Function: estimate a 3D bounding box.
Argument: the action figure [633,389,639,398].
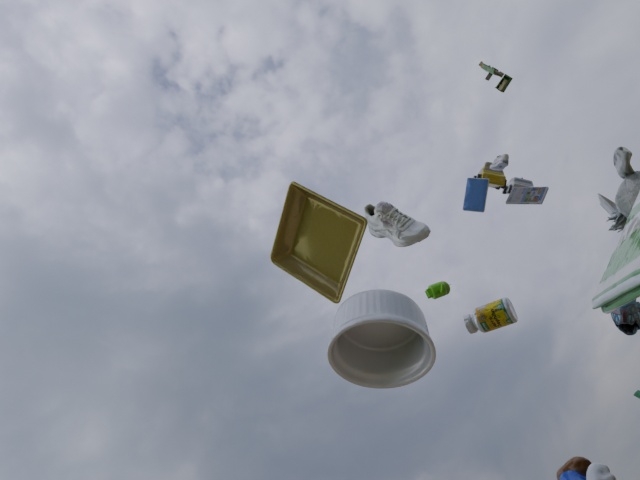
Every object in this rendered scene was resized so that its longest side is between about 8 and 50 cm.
[{"bbox_3d":[0.940,0.413,1.213,0.063,0.137,0.232,-56,-42,-16],"label":"action figure"}]

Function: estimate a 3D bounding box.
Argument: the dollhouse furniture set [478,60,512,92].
[{"bbox_3d":[0.625,-0.590,1.616,0.152,0.076,0.058,3,-51,-38],"label":"dollhouse furniture set"}]

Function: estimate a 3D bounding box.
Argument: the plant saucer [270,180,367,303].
[{"bbox_3d":[0.000,0.000,1.568,0.081,0.333,0.332,-17,-49,-53],"label":"plant saucer"}]

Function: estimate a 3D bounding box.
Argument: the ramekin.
[{"bbox_3d":[0.158,0.259,1.193,0.278,0.135,0.277,2,-53,3],"label":"ramekin"}]

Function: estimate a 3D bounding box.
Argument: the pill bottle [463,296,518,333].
[{"bbox_3d":[0.750,0.340,1.980,0.209,0.117,0.118,-27,-42,27],"label":"pill bottle"}]

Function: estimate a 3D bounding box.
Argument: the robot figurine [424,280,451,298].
[{"bbox_3d":[0.531,0.223,2.007,0.115,0.067,0.101,-18,-23,-8],"label":"robot figurine"}]

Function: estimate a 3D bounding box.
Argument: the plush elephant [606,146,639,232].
[{"bbox_3d":[0.811,-0.104,1.034,0.256,0.330,0.271,9,-112,-41],"label":"plush elephant"}]

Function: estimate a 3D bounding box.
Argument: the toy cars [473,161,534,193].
[{"bbox_3d":[0.697,-0.226,1.673,0.394,0.177,0.087,8,-81,-38],"label":"toy cars"}]

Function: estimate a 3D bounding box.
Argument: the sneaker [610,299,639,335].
[{"bbox_3d":[1.043,0.266,1.533,0.262,0.104,0.125,25,-117,-44],"label":"sneaker"}]

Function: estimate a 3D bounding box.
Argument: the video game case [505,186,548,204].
[{"bbox_3d":[0.730,-0.159,1.578,0.087,0.122,0.011,-52,-52,-30],"label":"video game case"}]

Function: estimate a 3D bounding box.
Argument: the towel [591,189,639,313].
[{"bbox_3d":[0.543,-0.048,0.713,0.324,0.038,0.248,-60,-23,-10],"label":"towel"}]

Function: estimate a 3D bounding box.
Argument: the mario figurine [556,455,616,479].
[{"bbox_3d":[0.594,0.556,0.844,0.198,0.320,0.170,24,-79,1],"label":"mario figurine"}]

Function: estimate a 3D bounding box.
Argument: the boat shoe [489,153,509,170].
[{"bbox_3d":[0.514,-0.225,1.276,0.035,0.100,0.035,13,-93,6],"label":"boat shoe"}]

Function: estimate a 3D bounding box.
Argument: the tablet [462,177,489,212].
[{"bbox_3d":[0.382,-0.112,1.096,0.006,0.054,0.083,4,-85,-56],"label":"tablet"}]

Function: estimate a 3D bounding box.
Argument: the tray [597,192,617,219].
[{"bbox_3d":[1.163,-0.066,1.696,0.145,0.270,0.030,15,-50,-32],"label":"tray"}]

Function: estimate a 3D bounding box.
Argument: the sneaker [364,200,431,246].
[{"bbox_3d":[0.274,-0.065,1.682,0.114,0.305,0.152,-41,-57,-24],"label":"sneaker"}]
